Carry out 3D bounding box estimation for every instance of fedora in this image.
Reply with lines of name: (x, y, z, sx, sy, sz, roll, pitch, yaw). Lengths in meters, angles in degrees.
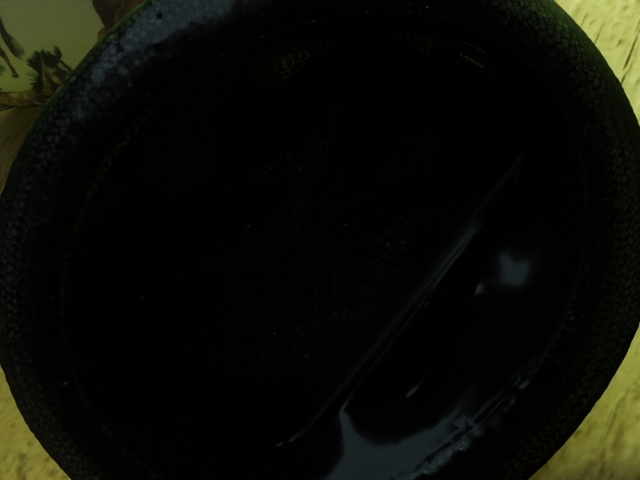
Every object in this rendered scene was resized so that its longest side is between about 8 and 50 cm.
fedora: (0.000, 0.000, 0.816, 0.334, 0.334, 0.152, -32, 10, 5)

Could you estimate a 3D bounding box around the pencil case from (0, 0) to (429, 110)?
pencil case: (-0.078, -0.186, 1.041, 0.410, 0.160, 0.184, -2, 69, 31)
